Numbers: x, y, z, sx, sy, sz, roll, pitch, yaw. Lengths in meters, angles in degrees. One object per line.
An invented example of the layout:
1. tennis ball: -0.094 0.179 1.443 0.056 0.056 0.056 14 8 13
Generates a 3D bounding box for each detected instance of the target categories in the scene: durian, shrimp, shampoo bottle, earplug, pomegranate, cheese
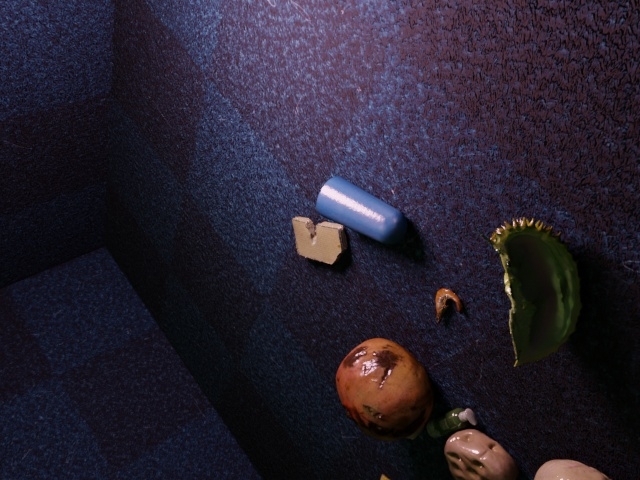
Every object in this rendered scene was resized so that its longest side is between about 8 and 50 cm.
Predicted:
1. durian: 0.481 0.106 1.327 0.157 0.169 0.355 2 115 54
2. shrimp: 0.359 0.195 1.674 0.091 0.025 0.127 35 134 33
3. shampoo bottle: 0.407 0.562 1.828 0.065 0.065 0.204 55 145 12
4. earplug: 0.130 -0.076 1.707 0.273 0.132 0.132 30 134 34
5. pomegranate: 0.198 0.469 1.855 0.322 0.322 0.322 31 135 38
6. cheese: 0.472 0.664 1.757 0.218 0.117 0.235 55 146 8

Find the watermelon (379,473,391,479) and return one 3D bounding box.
1. watermelon: 0.300 0.999 2.288 0.181 0.075 0.092 29 90 37

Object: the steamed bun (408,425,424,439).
1. steamed bun: 0.282 0.607 1.995 0.130 0.091 0.112 36 136 34

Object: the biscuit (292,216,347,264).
1. biscuit: 0.000 0.000 1.991 0.250 0.046 0.147 13 121 49

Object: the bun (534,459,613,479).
1. bun: 0.660 0.648 1.476 0.244 0.153 0.244 45 156 26
